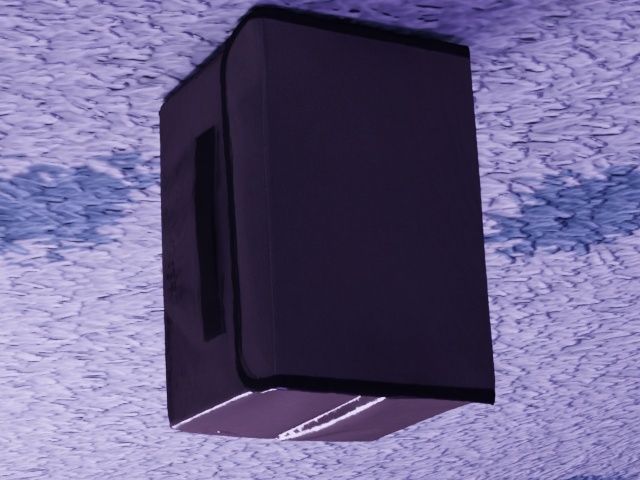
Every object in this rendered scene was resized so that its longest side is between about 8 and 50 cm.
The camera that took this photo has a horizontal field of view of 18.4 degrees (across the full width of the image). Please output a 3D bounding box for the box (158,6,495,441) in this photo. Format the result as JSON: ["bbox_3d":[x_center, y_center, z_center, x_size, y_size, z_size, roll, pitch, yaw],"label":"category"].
[{"bbox_3d":[0.000,0.000,1.319,0.188,0.252,0.153,7,158,-34],"label":"box"}]
